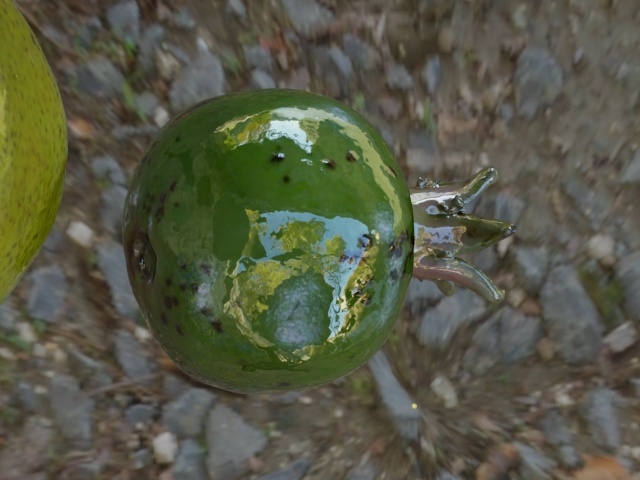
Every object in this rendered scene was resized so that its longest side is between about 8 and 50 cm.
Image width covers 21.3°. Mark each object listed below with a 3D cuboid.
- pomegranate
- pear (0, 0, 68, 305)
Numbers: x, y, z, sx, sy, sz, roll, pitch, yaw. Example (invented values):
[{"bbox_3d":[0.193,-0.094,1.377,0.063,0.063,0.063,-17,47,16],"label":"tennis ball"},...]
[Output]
[{"bbox_3d":[0.000,0.000,0.979,0.224,0.181,0.182,1,84,-27],"label":"pomegranate"},{"bbox_3d":[-0.200,-0.035,0.696,0.198,0.198,0.198,0,84,3],"label":"pear"}]
